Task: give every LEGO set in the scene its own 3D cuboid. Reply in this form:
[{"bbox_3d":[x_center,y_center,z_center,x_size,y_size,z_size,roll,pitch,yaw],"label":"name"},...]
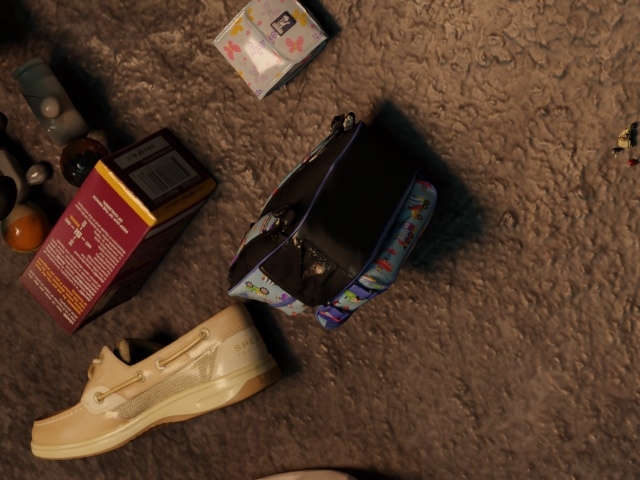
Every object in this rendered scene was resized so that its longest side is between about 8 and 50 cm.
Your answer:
[{"bbox_3d":[0.267,-0.057,1.240,0.083,0.023,0.054,21,121,24],"label":"LEGO set"}]

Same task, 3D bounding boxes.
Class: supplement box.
[{"bbox_3d":[-0.197,-0.008,1.509,0.081,0.104,0.188,46,127,8],"label":"supplement box"}]

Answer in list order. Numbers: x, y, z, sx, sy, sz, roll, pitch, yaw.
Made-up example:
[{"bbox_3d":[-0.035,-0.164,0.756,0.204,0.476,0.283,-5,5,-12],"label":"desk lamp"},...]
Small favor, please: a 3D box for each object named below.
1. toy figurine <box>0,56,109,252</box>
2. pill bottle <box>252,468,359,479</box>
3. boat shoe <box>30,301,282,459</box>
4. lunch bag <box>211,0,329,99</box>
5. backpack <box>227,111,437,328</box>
[{"bbox_3d":[-0.320,-0.059,1.498,0.213,0.209,0.148,-41,75,37],"label":"toy figurine"},{"bbox_3d":[-0.003,0.441,1.511,0.224,0.224,0.392,-9,105,35],"label":"pill bottle"},{"bbox_3d":[-0.179,0.141,1.567,0.302,0.109,0.098,-22,93,32],"label":"boat shoe"},{"bbox_3d":[-0.042,-0.177,1.367,0.083,0.053,0.071,-40,88,29],"label":"lunch bag"},{"bbox_3d":[0.000,0.000,1.360,0.117,0.158,0.173,37,142,-8],"label":"backpack"}]
